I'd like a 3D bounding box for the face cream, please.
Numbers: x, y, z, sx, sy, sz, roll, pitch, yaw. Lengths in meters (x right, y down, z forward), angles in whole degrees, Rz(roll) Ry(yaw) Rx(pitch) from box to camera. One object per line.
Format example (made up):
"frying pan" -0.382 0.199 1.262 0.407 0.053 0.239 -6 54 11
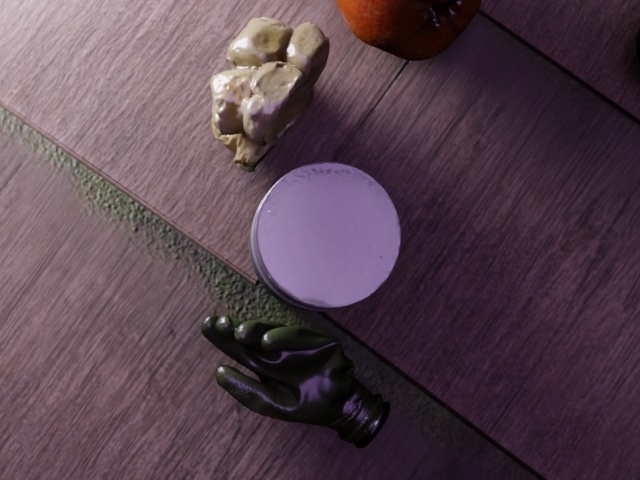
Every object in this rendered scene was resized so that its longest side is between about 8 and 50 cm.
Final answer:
"face cream" 0.000 0.000 1.121 0.177 0.153 0.177 1 85 -8

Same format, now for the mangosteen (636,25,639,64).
"mangosteen" 0.501 -0.265 1.198 0.152 0.152 0.152 0 85 -6

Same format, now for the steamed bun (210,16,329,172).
"steamed bun" -0.070 -0.194 1.117 0.106 0.177 0.192 37 78 1

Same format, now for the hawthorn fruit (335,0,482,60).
"hawthorn fruit" 0.095 -0.349 1.158 0.196 0.196 0.225 -35 59 -8

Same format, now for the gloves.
"gloves" -0.033 0.167 1.128 0.268 0.107 0.135 36 91 -19
